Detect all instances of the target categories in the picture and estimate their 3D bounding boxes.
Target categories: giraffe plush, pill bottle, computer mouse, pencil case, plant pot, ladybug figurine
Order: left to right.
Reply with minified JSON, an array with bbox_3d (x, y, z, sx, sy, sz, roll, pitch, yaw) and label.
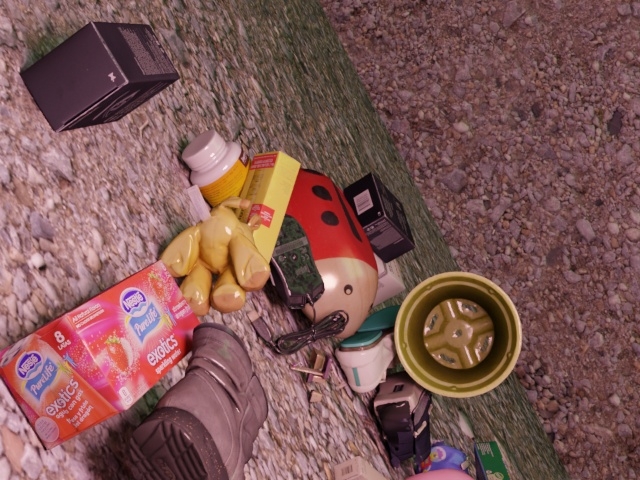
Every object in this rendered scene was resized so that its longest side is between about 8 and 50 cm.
[{"bbox_3d":[-0.162,0.020,1.417,0.170,0.181,0.210,29,52,-78],"label":"giraffe plush"},{"bbox_3d":[-0.172,-0.110,1.643,0.215,0.117,0.117,51,21,-29],"label":"pill bottle"},{"bbox_3d":[-0.076,0.091,1.607,0.184,0.060,0.262,-27,90,-28],"label":"computer mouse"},{"bbox_3d":[0.000,0.000,1.824,0.305,0.161,0.449,36,24,-51],"label":"ladybug figurine"},{"bbox_3d":[0.285,0.585,1.814,0.119,0.133,0.306,43,26,-30],"label":"pencil case"},{"bbox_3d":[0.320,0.218,1.956,0.276,0.276,0.254,64,6,10],"label":"plant pot"}]

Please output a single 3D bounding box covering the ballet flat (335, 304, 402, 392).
[{"bbox_3d":[0.135,0.254,1.958,0.139,0.139,0.400,61,22,2],"label":"ballet flat"}]

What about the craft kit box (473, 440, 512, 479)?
[{"bbox_3d":[0.367,0.582,1.724,0.250,0.060,0.247,-88,174,-74],"label":"craft kit box"}]

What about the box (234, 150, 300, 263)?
[{"bbox_3d":[-0.114,-0.048,1.558,0.058,0.087,0.232,29,72,-37],"label":"box"}]

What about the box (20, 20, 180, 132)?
[{"bbox_3d":[-0.345,-0.264,1.347,0.108,0.153,0.207,59,17,-4],"label":"box"}]

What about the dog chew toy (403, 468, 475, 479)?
[{"bbox_3d":[0.243,0.608,1.581,0.206,0.206,0.332,33,40,-56],"label":"dog chew toy"}]

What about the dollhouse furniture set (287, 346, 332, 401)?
[{"bbox_3d":[-0.036,0.252,1.647,0.081,0.091,0.114,14,5,-11],"label":"dollhouse furniture set"}]

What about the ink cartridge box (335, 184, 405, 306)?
[{"bbox_3d":[0.084,0.019,2.144,0.283,0.117,0.207,38,28,-50],"label":"ink cartridge box"}]

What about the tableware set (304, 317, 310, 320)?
[{"bbox_3d":[-0.033,0.131,1.820,0.154,0.024,0.104,50,16,-26],"label":"tableware set"}]

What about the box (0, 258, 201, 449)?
[{"bbox_3d":[-0.259,0.130,1.036,0.128,0.122,0.257,59,18,-4],"label":"box"}]

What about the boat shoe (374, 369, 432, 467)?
[{"bbox_3d":[0.200,0.401,1.927,0.340,0.127,0.158,-20,97,-72],"label":"boat shoe"}]

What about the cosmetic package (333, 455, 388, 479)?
[{"bbox_3d":[0.080,0.455,1.575,0.115,0.060,0.041,46,25,-36],"label":"cosmetic package"}]

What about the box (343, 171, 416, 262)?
[{"bbox_3d":[0.146,-0.055,2.079,0.158,0.093,0.156,41,26,-42],"label":"box"}]

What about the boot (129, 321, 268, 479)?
[{"bbox_3d":[-0.109,0.289,1.048,0.223,0.118,0.338,-63,147,-61],"label":"boot"}]
